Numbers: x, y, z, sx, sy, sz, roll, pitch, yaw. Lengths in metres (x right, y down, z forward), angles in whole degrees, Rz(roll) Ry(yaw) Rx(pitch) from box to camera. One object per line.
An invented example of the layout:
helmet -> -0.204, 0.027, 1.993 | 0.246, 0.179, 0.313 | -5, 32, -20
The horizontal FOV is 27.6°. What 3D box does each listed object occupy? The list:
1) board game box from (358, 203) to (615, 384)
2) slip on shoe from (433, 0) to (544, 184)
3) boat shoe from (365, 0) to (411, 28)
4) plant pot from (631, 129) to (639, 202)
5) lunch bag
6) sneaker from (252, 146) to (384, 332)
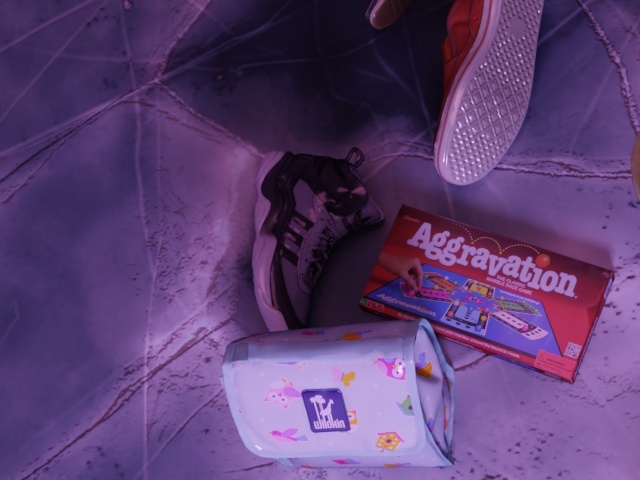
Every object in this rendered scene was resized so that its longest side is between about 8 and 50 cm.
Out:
board game box -> 0.200, 0.061, 1.594 | 0.281, 0.027, 0.145 | 18, 74, 23
slip on shoe -> 0.204, -0.226, 1.673 | 0.101, 0.123, 0.331 | -2, 70, 51
boat shoe -> 0.103, -0.352, 1.777 | 0.049, 0.056, 0.152 | 27, 69, 29
plant pot -> 0.465, 0.000, 1.365 | 0.276, 0.254, 0.276 | -6, 50, 8
lunch bag -> 0.027, 0.170, 1.472 | 0.223, 0.262, 0.160 | -3, 68, 15
sneaker -> 0.000, 0.000, 1.636 | 0.153, 0.101, 0.269 | -9, 64, 16
